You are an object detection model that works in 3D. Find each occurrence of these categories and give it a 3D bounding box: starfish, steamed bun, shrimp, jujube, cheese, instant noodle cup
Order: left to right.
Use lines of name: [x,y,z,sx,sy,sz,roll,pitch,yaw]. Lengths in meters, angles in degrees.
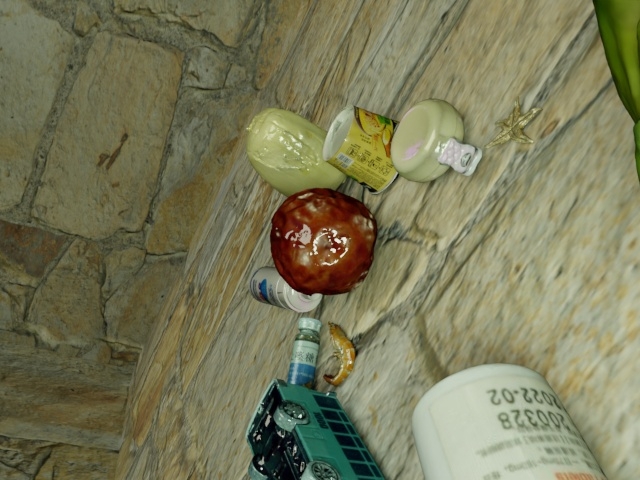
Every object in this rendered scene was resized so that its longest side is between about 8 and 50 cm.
steamed bun: [-0.067,-0.186,1.186,0.166,0.232,0.273,-63,21,1]
jujube: [0.000,0.000,0.925,0.290,0.197,0.197,-133,64,-82]
shrimp: [0.025,0.196,0.913,0.091,0.025,0.127,-61,27,24]
instant noodle cup: [0.083,-0.177,0.974,0.151,0.122,0.151,-47,30,39]
cheese: [0.180,-0.146,0.802,0.137,0.064,0.227,-67,21,15]
starfish: [0.256,-0.148,0.694,0.092,0.016,0.086,-42,33,39]

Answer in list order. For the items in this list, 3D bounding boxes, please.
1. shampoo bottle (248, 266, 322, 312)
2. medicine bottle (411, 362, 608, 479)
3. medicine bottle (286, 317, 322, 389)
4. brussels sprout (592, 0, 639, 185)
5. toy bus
shampoo bottle: [-0.073,0.105,1.130,0.303,0.092,0.092,-1,70,66]
medicine bottle: [0.167,0.232,0.405,0.144,0.145,0.252,-57,23,29]
medicine bottle: [-0.034,0.243,0.976,0.051,0.051,0.191,-32,43,56]
brussels sprout: [0.293,-0.149,0.260,0.276,0.315,0.371,-13,93,35]
toy bus: [-0.005,0.319,0.717,0.128,0.147,0.256,-63,28,12]
